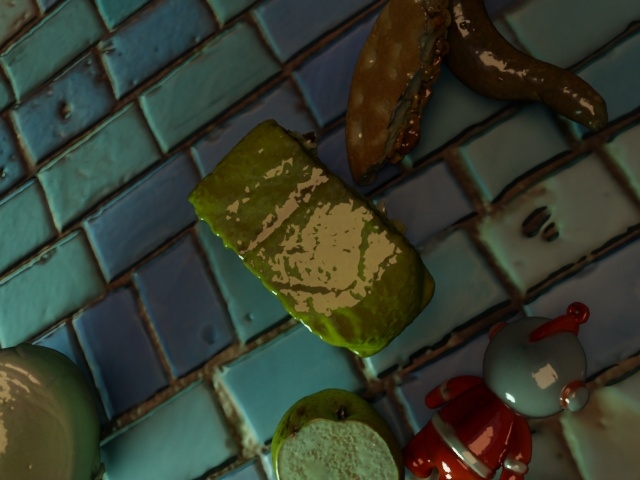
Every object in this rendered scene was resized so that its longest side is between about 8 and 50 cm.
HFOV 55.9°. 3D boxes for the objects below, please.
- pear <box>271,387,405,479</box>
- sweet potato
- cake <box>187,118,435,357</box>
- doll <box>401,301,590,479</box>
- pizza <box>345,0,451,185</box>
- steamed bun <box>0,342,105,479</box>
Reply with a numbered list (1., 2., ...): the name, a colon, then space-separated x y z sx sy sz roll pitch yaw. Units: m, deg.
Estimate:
1. pear: 0.019 0.222 0.639 0.141 0.104 0.140 2 103 8
2. sweet potato: 0.178 -0.235 0.669 0.108 0.079 0.346 -39 66 29
3. cake: 0.000 0.000 0.643 0.156 0.179 0.260 -45 73 7
4. doll: 0.182 0.157 0.601 0.245 0.076 0.142 -49 39 3
5. pizza: 0.084 -0.176 0.680 0.127 0.058 0.246 32 116 54
6. steamed bun: -0.334 0.245 0.723 0.153 0.170 0.238 3 83 -4
